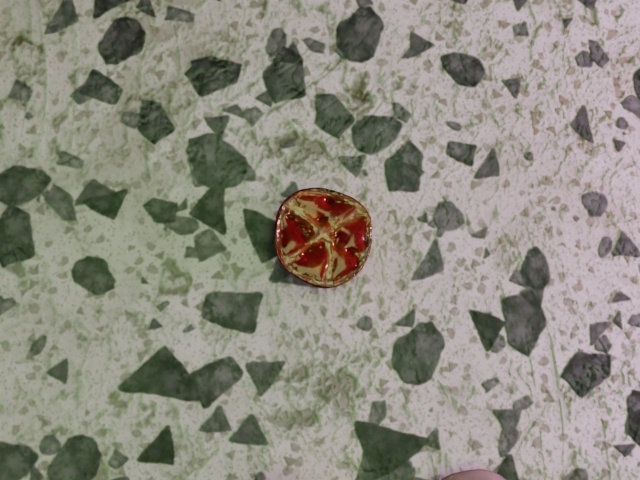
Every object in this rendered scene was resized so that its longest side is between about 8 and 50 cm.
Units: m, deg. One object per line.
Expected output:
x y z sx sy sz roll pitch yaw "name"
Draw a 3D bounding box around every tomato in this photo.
0.000 0.000 1.791 0.156 0.069 0.155 2 81 -10 "tomato"

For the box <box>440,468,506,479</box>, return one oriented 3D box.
0.233 0.442 1.758 0.146 0.088 0.200 -10 83 -8 "box"
